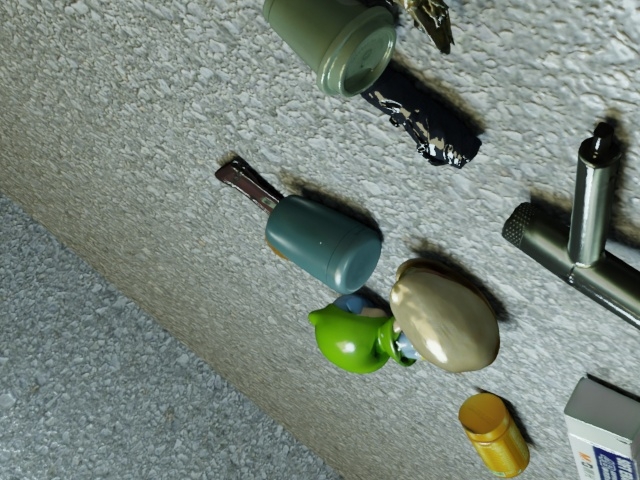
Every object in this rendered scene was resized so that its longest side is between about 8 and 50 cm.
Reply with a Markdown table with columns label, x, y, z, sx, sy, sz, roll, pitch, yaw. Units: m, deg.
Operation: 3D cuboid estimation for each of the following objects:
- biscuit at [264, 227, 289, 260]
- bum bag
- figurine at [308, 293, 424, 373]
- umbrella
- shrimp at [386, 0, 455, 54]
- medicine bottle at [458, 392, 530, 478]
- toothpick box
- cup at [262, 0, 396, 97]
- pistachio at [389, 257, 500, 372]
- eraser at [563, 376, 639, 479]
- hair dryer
| label | x | y | z | sx | sy | sz | roll | pitch | yaw |
| --- | --- | --- | --- | --- | --- | --- | --- | --- | --- |
| biscuit | -0.037 | 0.008 | 1.961 | 0.142 | 0.029 | 0.221 | 35 | 163 | -18 |
| bum bag | -0.113 | -0.088 | 1.902 | 0.159 | 0.026 | 0.109 | 37 | 161 | -16 |
| figurine | 0.102 | 0.181 | 1.986 | 0.263 | 0.143 | 0.162 | 7 | 152 | 35 |
| umbrella | 0.090 | -0.175 | 1.294 | 0.248 | 0.071 | 0.071 | 38 | 160 | -6 |
| shrimp | 0.089 | -0.309 | 1.021 | 0.169 | 0.058 | 0.296 | 4 | 139 | 53 |
| medicine bottle | 0.347 | 0.390 | 2.081 | 0.096 | 0.096 | 0.192 | 19 | 155 | 40 |
| toothpick box | 0.000 | 0.000 | 1.762 | 0.184 | 0.120 | 0.120 | 30 | 160 | 26 |
| cup | 0.008 | -0.246 | 1.221 | 0.141 | 0.120 | 0.120 | 42 | 163 | 21 |
| pistachio | 0.202 | 0.123 | 1.686 | 0.215 | 0.144 | 0.144 | 49 | 158 | -14 |
| eraser | 0.491 | 0.343 | 1.751 | 0.130 | 0.086 | 0.287 | 22 | 156 | 32 |
| hair dryer | 0.346 | 0.027 | 1.203 | 0.320 | 0.155 | 0.284 | 38 | 172 | 21 |
